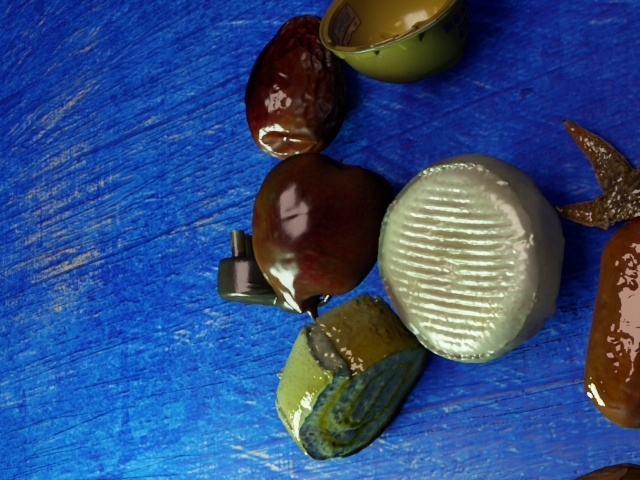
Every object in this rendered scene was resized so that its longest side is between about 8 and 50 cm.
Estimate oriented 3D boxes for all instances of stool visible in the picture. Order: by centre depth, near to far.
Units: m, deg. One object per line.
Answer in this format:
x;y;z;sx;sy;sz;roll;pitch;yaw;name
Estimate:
-0.073;0.049;2.372;0.217;0.125;0.121;2;82;40;stool

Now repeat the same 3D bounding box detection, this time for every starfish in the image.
0.397;-0.077;1.911;0.247;0.050;0.138;7;87;43;starfish

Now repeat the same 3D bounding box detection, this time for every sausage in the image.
0.385;0.096;1.823;0.133;0.133;0.258;13;93;50;sausage

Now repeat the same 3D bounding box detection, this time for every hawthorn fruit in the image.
0.000;0.000;2.232;0.208;0.208;0.248;3;80;50;hawthorn fruit

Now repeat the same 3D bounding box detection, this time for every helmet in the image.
0.133;-0.296;2.193;0.257;0.140;0.205;-2;48;40;helmet

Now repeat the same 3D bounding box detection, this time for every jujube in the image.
-0.035;-0.237;2.368;0.168;0.168;0.236;-30;43;42;jujube

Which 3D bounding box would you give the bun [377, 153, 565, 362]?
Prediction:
0.212;0.022;2.028;0.287;0.146;0.287;11;104;47;bun

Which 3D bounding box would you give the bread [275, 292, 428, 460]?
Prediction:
0.028;0.199;2.173;0.124;0.186;0.257;53;129;36;bread

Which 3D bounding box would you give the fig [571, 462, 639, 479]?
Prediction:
0.334;0.371;1.766;0.263;0.224;0.224;-47;50;28;fig
